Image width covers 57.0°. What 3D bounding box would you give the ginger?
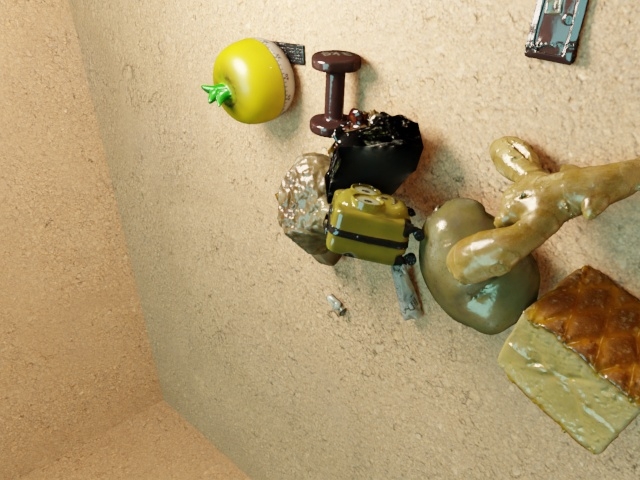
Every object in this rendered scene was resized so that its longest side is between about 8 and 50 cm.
[{"bbox_3d":[0.441,-0.061,1.185,0.348,0.363,0.122,7,148,50],"label":"ginger"}]

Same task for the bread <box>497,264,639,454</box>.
[{"bbox_3d":[0.559,0.238,1.218,0.279,0.279,0.207,41,139,28],"label":"bread"}]

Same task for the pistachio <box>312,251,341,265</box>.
[{"bbox_3d":[0.000,0.000,1.916,0.108,0.126,0.185,-26,100,28],"label":"pistachio"}]

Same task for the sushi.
[{"bbox_3d":[0.128,-0.237,1.551,0.227,0.215,0.212,99,170,-56],"label":"sushi"}]

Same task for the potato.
[{"bbox_3d":[0.365,0.063,1.405,0.326,0.221,0.243,51,140,22],"label":"potato"}]

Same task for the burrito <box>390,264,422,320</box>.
[{"bbox_3d":[0.253,0.148,1.735,0.064,0.064,0.203,5,115,50],"label":"burrito"}]

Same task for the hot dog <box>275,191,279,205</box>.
[{"bbox_3d":[-0.066,-0.137,1.965,0.269,0.072,0.115,1,110,53],"label":"hot dog"}]

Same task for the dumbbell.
[{"bbox_3d":[0.039,-0.404,1.629,0.124,0.140,0.225,-111,18,-56],"label":"dumbbell"}]

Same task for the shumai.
[{"bbox_3d":[0.022,-0.094,1.674,0.262,0.267,0.314,-151,44,-68],"label":"shumai"}]

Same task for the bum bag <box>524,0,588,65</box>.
[{"bbox_3d":[0.471,-0.435,1.168,0.109,0.026,0.159,30,126,39],"label":"bum bag"}]

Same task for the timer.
[{"bbox_3d":[-0.244,-0.478,1.820,0.285,0.285,0.285,28,130,40],"label":"timer"}]

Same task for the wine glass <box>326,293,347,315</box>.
[{"bbox_3d":[0.056,0.223,2.045,0.039,0.042,0.083,-51,58,9],"label":"wine glass"}]

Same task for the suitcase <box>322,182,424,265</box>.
[{"bbox_3d":[0.126,-0.045,1.459,0.194,0.234,0.143,-88,11,-66],"label":"suitcase"}]

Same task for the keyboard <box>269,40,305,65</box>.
[{"bbox_3d":[-0.118,-0.585,1.832,0.204,0.013,0.061,24,128,43],"label":"keyboard"}]
